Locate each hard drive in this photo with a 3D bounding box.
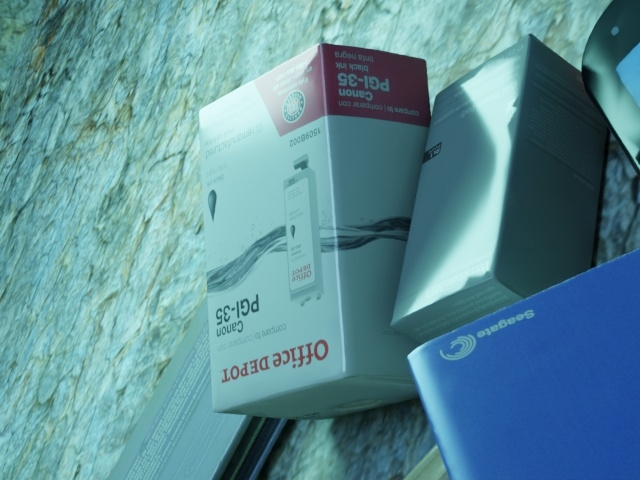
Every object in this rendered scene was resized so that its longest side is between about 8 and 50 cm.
[{"bbox_3d":[0.186,0.132,1.006,0.210,0.040,0.318,-24,33,4],"label":"hard drive"}]

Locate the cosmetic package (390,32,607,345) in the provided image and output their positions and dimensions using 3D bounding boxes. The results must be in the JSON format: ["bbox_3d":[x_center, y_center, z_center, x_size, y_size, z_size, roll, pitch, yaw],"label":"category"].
[{"bbox_3d":[0.145,-0.026,1.293,0.127,0.107,0.238,-31,35,45],"label":"cosmetic package"}]

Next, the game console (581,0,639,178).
[{"bbox_3d":[0.341,-0.160,1.111,0.342,0.060,0.386,-51,27,21],"label":"game console"}]

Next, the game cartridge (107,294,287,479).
[{"bbox_3d":[-0.112,0.189,1.612,0.355,0.068,0.230,-62,21,-1],"label":"game cartridge"}]

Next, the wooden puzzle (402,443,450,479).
[{"bbox_3d":[0.108,0.270,1.093,0.348,0.080,0.322,-46,28,19],"label":"wooden puzzle"}]

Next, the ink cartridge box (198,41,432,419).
[{"bbox_3d":[0.000,0.000,1.401,0.207,0.117,0.283,-21,68,52],"label":"ink cartridge box"}]
